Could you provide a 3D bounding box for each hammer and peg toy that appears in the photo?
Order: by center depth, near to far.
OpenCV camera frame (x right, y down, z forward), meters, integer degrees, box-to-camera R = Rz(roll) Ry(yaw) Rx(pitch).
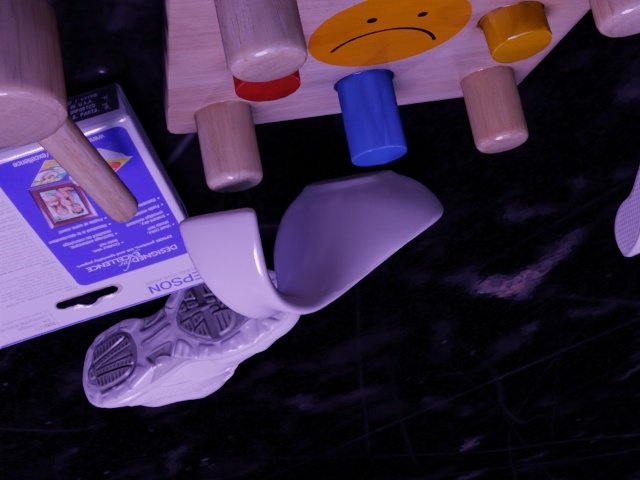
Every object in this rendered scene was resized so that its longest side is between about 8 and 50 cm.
[{"bbox_3d":[-0.017,-0.119,0.520,0.361,0.127,0.266,-10,169,-11],"label":"hammer and peg toy"}]

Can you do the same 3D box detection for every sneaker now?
[{"bbox_3d":[-0.105,0.093,0.863,0.232,0.090,0.115,-24,151,24],"label":"sneaker"},{"bbox_3d":[0.335,-0.035,0.894,0.070,0.051,0.134,-5,138,-8],"label":"sneaker"}]

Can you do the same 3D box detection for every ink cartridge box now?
[{"bbox_3d":[-0.209,-0.008,0.705,0.206,0.045,0.208,-17,142,1],"label":"ink cartridge box"}]

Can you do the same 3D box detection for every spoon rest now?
[{"bbox_3d":[0.000,0.000,0.686,0.137,0.084,0.276,-7,-174,28],"label":"spoon rest"}]
